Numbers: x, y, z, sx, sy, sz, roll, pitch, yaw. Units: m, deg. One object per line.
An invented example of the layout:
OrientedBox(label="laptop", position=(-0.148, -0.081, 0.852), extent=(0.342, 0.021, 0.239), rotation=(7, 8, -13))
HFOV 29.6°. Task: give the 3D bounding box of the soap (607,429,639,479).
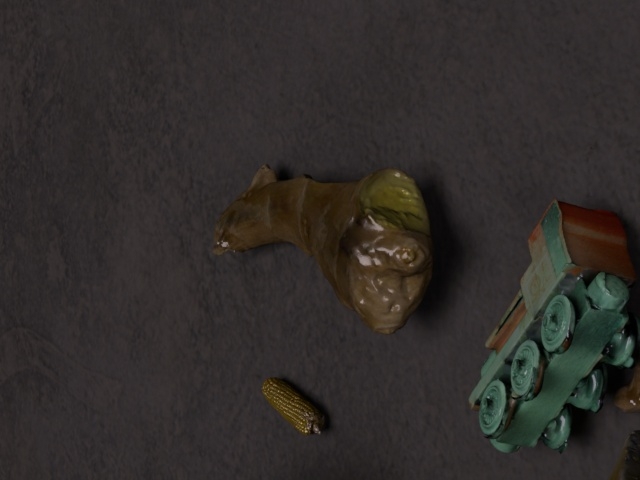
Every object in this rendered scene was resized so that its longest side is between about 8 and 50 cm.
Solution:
OrientedBox(label="soap", position=(0.184, 0.267, 0.770), extent=(0.080, 0.160, 0.257), rotation=(21, 105, 12))

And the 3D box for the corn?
OrientedBox(label="corn", position=(-0.023, 0.150, 1.094), extent=(0.083, 0.028, 0.027), rotation=(36, 120, 45))

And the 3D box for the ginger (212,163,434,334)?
OrientedBox(label="ginger", position=(0.000, 0.000, 1.042), extent=(0.294, 0.086, 0.131), rotation=(8, 104, 54))

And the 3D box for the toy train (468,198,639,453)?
OrientedBox(label="toy train", position=(0.163, 0.069, 0.863), extent=(0.118, 0.074, 0.176), rotation=(-94, 22, -46))

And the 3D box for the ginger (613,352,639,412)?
OrientedBox(label="ginger", position=(0.230, 0.081, 0.825), extent=(0.097, 0.030, 0.048), rotation=(-44, 57, 39))
